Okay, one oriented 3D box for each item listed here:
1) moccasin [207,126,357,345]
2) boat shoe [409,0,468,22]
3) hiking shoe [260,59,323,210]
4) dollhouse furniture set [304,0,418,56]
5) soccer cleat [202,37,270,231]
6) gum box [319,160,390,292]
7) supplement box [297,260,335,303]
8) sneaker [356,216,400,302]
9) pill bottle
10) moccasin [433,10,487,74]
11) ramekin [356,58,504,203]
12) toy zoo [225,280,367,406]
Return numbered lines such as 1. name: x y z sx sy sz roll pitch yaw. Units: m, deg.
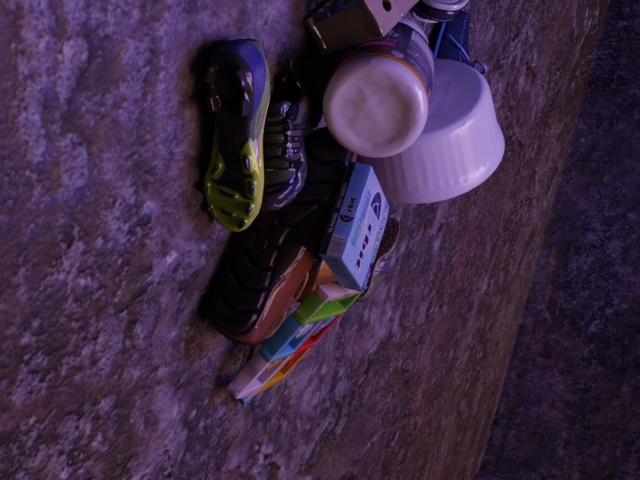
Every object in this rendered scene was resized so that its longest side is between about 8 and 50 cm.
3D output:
1. moccasin: -0.044 -0.006 1.398 0.380 0.139 0.147 -69 161 -7
2. boat shoe: 0.191 -0.421 1.486 0.302 0.114 0.091 -80 -175 -57
3. hiking shoe: -0.068 -0.156 1.306 0.114 0.086 0.227 49 48 -51
4. dollhouse furniture set: 0.038 -0.406 1.327 0.129 0.129 0.183 -50 119 -36
5. soccer cleat: -0.107 -0.144 1.224 0.121 0.093 0.289 -55 155 -51
6. gum box: 0.059 -0.017 1.391 0.184 0.041 0.157 57 49 -67
7. supplement box: 0.000 0.000 1.559 0.080 0.078 0.233 11 98 -65
8. sneaker: 0.115 0.047 1.851 0.192 0.064 0.086 -63 162 -14
9. pill bottle: 0.102 -0.259 1.400 0.278 0.162 0.162 -73 168 -57
10. moccasin: 0.292 -0.307 1.830 0.138 0.117 0.342 -20 117 -70
11. ramekin: 0.185 -0.206 1.561 0.277 0.277 0.135 -53 143 -32
12. toy zoo: -0.052 0.182 1.516 0.293 0.030 0.192 -49 165 17
